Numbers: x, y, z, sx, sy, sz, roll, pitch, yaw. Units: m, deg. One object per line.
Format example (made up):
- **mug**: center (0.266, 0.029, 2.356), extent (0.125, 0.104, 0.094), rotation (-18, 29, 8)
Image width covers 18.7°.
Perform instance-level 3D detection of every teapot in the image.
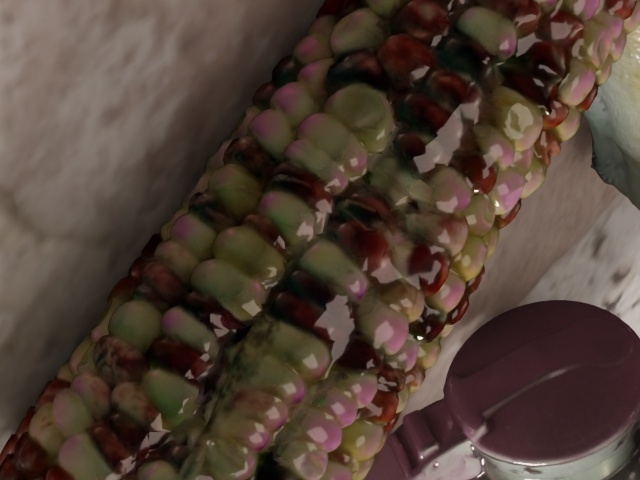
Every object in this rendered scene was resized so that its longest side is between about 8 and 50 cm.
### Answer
- **teapot**: center (0.085, 0.092, 0.785), extent (0.146, 0.148, 0.116), rotation (71, 23, -44)

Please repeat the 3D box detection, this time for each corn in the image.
- **corn**: center (0.000, 0.000, 0.552), extent (0.280, 0.092, 0.092), rotation (-57, 152, -3)

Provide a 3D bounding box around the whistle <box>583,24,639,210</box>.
- **whistle**: center (0.105, -0.107, 0.618), extent (0.068, 0.057, 0.326), rotation (-28, 147, -2)
